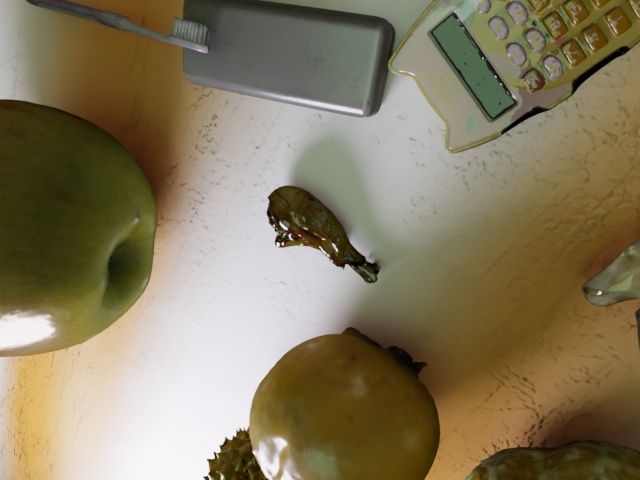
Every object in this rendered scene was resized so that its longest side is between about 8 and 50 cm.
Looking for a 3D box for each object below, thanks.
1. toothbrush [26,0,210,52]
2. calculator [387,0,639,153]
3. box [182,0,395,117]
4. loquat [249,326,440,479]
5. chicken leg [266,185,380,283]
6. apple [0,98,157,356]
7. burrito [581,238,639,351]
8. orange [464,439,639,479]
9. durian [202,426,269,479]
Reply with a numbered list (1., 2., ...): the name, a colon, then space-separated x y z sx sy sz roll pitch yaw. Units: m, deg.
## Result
1. toothbrush: -0.269 -0.287 0.523 0.354 0.024 0.029 25 112 24
2. calculator: 0.194 -0.202 0.397 0.236 0.033 0.157 -34 94 27
3. box: -0.043 -0.214 0.476 0.244 0.055 0.103 17 116 16
4. loquat: 0.033 0.227 0.532 0.244 0.244 0.243 8 113 20
5. chicken leg: 0.000 0.000 0.543 0.178 0.070 0.093 34 126 -4
6. apple: -0.382 -0.008 0.558 0.305 0.338 0.338 4 113 0
7. burrito: 0.406 0.006 0.321 0.332 0.135 0.190 -55 49 33
8. orange: 0.289 0.341 0.459 0.369 0.210 0.271 -23 138 30
9. durian: -0.050 0.359 0.632 0.250 0.183 0.138 21 129 -38
